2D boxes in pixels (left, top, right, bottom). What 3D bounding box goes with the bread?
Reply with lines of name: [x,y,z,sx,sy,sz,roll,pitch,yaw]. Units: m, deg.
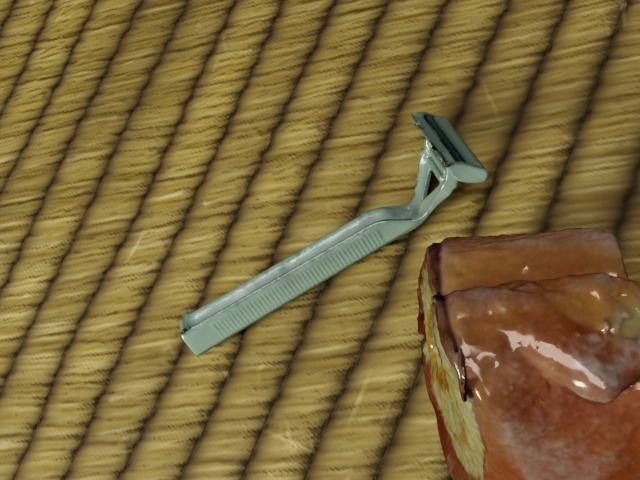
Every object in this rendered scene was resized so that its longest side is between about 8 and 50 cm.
bread: [0.131,0.082,0.551,0.123,0.244,0.190,-12,76,3]

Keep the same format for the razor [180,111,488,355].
razor: [0.005,0.008,0.712,0.278,0.056,0.111,-37,28,11]
